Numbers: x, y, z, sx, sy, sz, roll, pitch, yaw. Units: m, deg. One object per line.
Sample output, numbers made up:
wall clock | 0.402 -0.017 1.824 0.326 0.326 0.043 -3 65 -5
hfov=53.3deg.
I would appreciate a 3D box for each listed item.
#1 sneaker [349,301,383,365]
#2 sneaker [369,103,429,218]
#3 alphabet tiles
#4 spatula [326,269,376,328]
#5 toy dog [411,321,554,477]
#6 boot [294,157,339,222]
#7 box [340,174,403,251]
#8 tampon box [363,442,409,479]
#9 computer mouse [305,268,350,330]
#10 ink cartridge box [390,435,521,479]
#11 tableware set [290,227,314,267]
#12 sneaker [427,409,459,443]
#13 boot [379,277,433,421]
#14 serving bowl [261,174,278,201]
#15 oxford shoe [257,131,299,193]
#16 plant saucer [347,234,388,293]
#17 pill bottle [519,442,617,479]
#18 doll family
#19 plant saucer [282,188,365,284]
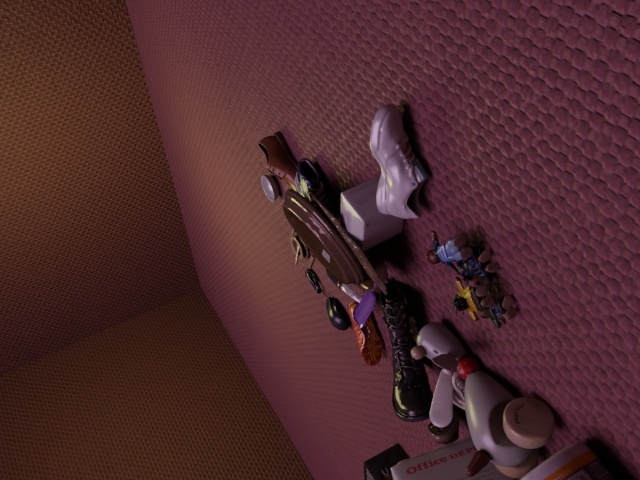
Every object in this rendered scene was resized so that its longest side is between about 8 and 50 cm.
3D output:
sneaker | 0.119 0.237 1.641 0.067 0.064 0.175 -136 32 -81
sneaker | 0.147 -0.135 1.120 0.094 0.080 0.212 20 133 39
alphabet tiles | 0.065 0.012 1.341 0.198 0.009 0.237 55 177 -30
spatula | 0.071 0.124 1.620 0.084 0.030 0.296 -61 30 10
toy dog | 0.262 0.303 1.162 0.334 0.161 0.220 31 140 59
boot | -0.011 -0.105 1.548 0.190 0.069 0.086 59 165 22
box | 0.103 -0.054 1.260 0.087 0.101 0.102 53 159 33
tampon box | 0.200 0.687 1.828 0.101 0.121 0.161 49 154 43
computer mouse | 0.011 0.172 1.858 0.242 0.041 0.071 51 156 39
ink cartridge box | 0.288 0.515 1.152 0.306 0.226 0.131 -124 19 -68
tableware set | -0.060 0.000 1.846 0.128 0.039 0.194 61 160 16
sneaker | 0.269 0.395 1.335 0.071 0.066 0.188 64 -169 1
boot | 0.168 0.223 1.336 0.263 0.091 0.228 -93 -11 -66
serving bowl | -0.146 -0.159 1.908 0.083 0.027 0.083 53 158 33
oxford shoe | -0.098 -0.183 1.687 0.212 0.076 0.076 59 158 15
plant saucer | 0.101 0.052 1.501 0.168 0.029 0.168 54 158 33
pill bottle | 0.414 0.455 0.931 0.278 0.162 0.162 55 158 31
doll family | 0.246 0.066 1.075 0.111 0.076 0.192 149 102 -75
plant saucer | 0.000 0.000 1.476 0.278 0.041 0.278 49 170 11
